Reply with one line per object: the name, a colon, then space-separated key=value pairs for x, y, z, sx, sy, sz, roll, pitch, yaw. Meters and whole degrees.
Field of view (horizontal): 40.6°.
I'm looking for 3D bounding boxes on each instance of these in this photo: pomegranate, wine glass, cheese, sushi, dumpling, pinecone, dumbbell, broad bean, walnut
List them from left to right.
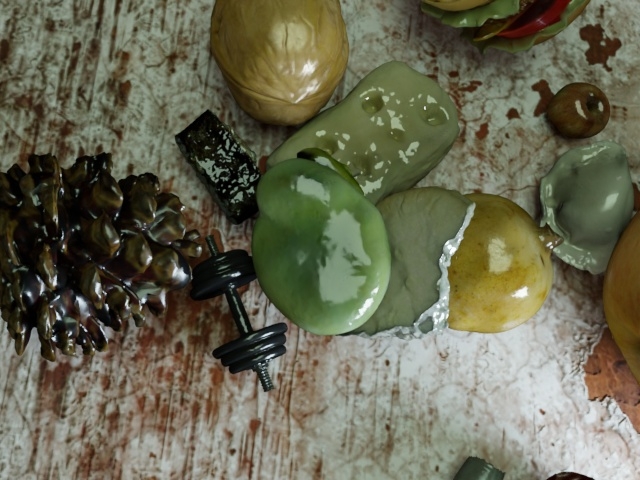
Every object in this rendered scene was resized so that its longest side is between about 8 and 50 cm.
pinecone: x=-0.276 y=0.006 z=1.005 sx=0.257 sy=0.243 sz=0.243 roll=-35 pitch=84 yaw=-27
sushi: x=-0.123 y=-0.096 z=1.129 sx=0.078 sy=0.090 sz=0.150 roll=-36 pitch=79 yaw=-7
dumbbell: x=-0.102 y=0.090 z=1.079 sx=0.099 sy=0.099 sz=0.208 roll=-20 pitch=80 yaw=-14
walnut: x=-0.054 y=-0.259 z=1.124 sx=0.193 sy=0.193 sz=0.225 roll=-1 pitch=61 yaw=-10
broad bean: x=0.000 y=0.000 z=1.047 sx=0.169 sy=0.100 sz=0.227 roll=-2 pitch=87 yaw=3
cheese: x=0.065 y=-0.126 z=1.166 sx=0.263 sy=0.093 sz=0.159 roll=-39 pitch=87 yaw=-16
wine glass: x=0.160 y=0.362 z=1.074 sx=0.066 sy=0.066 sz=0.198 roll=33 pitch=73 yaw=0
pomegranate: x=0.217 y=0.024 z=1.108 sx=0.196 sy=0.196 sz=0.196 roll=2 pitch=76 yaw=-9
dumpling: x=0.366 y=-0.049 z=1.196 sx=0.127 sy=0.108 sz=0.188 roll=9 pitch=88 yaw=19

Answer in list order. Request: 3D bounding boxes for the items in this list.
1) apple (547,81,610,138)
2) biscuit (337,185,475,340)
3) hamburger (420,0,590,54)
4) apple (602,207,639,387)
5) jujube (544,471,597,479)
apple: x=0.371 y=-0.186 z=1.244 sx=0.084 sy=0.071 sz=0.084 roll=2 pitch=83 yaw=-13
biscuit: x=0.094 y=0.040 z=1.070 sx=0.040 sy=0.265 sz=0.188 roll=11 pitch=38 yaw=-47
hamburger: x=0.269 y=-0.392 z=1.186 sx=0.212 sy=0.274 sz=0.274 roll=20 pitch=70 yaw=-41
apple: x=0.544 y=0.081 z=1.052 sx=0.347 sy=0.391 sz=0.391 roll=-32 pitch=83 yaw=4
jujube: x=0.298 y=0.406 z=1.027 sx=0.183 sy=0.183 sz=0.243 roll=28 pitch=74 yaw=-2
